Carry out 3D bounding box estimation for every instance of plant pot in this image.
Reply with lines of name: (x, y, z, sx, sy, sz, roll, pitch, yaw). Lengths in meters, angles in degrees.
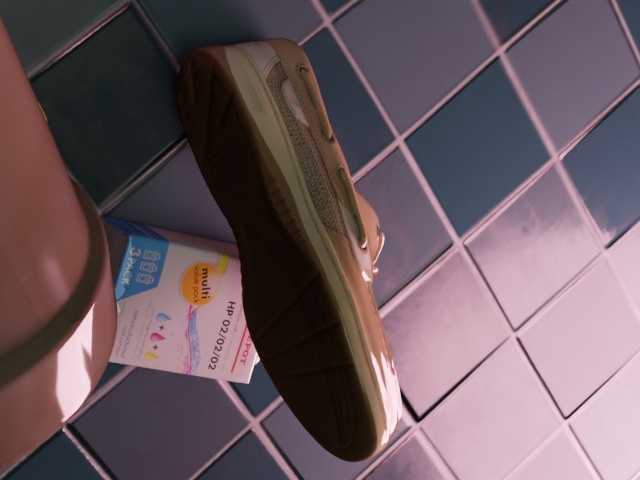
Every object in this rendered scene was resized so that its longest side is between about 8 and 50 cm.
plant pot: (-0.288, -0.047, 0.881, 0.323, 0.323, 0.280, -18, 132, -24)

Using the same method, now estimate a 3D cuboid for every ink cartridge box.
ink cartridge box: (-0.101, 0.053, 1.218, 0.181, 0.061, 0.104, 12, 99, -33)

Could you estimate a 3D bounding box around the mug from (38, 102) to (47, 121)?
mug: (-0.244, -0.081, 1.104, 0.062, 0.078, 0.064, -23, 111, 14)

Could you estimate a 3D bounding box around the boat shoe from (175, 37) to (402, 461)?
boat shoe: (0.000, 0.000, 1.166, 0.110, 0.121, 0.341, -17, 86, -37)
